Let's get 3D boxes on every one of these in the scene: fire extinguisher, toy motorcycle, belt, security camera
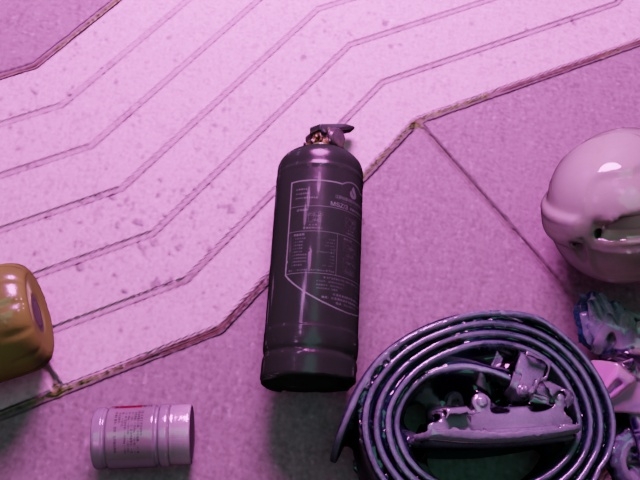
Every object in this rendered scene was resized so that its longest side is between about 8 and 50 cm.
[{"bbox_3d":[0.000,0.000,0.793,0.114,0.095,0.311,23,60,-43],"label":"fire extinguisher"},{"bbox_3d":[0.349,0.114,0.755,0.239,0.108,0.204,-33,73,-16],"label":"toy motorcycle"},{"bbox_3d":[0.139,0.175,0.712,0.267,0.116,0.207,-12,69,-11],"label":"belt"},{"bbox_3d":[0.360,-0.035,0.749,0.277,0.197,0.191,-3,22,30],"label":"security camera"}]

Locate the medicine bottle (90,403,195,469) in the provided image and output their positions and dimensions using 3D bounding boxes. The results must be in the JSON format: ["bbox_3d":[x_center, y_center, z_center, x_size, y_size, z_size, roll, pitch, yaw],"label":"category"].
[{"bbox_3d":[-0.168,0.186,0.719,0.091,0.058,0.058,-1,68,-4],"label":"medicine bottle"}]

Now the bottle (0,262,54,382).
[{"bbox_3d":[-0.395,0.104,0.710,0.260,0.112,0.112,-16,69,-9],"label":"bottle"}]
